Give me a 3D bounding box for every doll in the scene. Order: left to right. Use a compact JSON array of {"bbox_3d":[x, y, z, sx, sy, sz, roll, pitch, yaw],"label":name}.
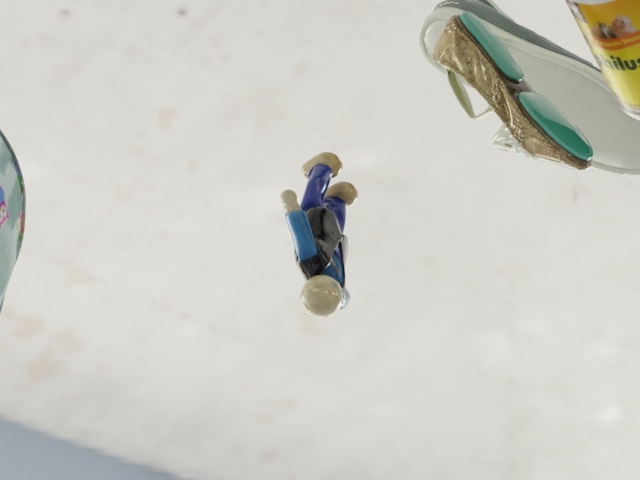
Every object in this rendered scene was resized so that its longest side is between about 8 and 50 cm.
[{"bbox_3d":[0.000,0.000,1.588,0.046,0.189,0.129,-18,-54,17],"label":"doll"}]

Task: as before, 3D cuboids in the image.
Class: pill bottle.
[{"bbox_3d":[0.293,-0.220,1.638,0.117,0.117,0.215,-14,-51,26],"label":"pill bottle"}]

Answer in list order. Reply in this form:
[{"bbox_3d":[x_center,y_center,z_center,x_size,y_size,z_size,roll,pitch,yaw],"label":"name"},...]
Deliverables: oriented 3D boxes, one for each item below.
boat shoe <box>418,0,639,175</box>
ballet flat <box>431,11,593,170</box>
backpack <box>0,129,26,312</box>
[{"bbox_3d":[0.270,-0.190,2.048,0.319,0.099,0.116,31,-49,10],"label":"boat shoe"},{"bbox_3d":[0.177,-0.127,1.676,0.073,0.206,0.067,1,-44,-51],"label":"ballet flat"},{"bbox_3d":[-0.251,-0.027,0.987,0.144,0.188,0.166,-16,-44,18],"label":"backpack"}]
